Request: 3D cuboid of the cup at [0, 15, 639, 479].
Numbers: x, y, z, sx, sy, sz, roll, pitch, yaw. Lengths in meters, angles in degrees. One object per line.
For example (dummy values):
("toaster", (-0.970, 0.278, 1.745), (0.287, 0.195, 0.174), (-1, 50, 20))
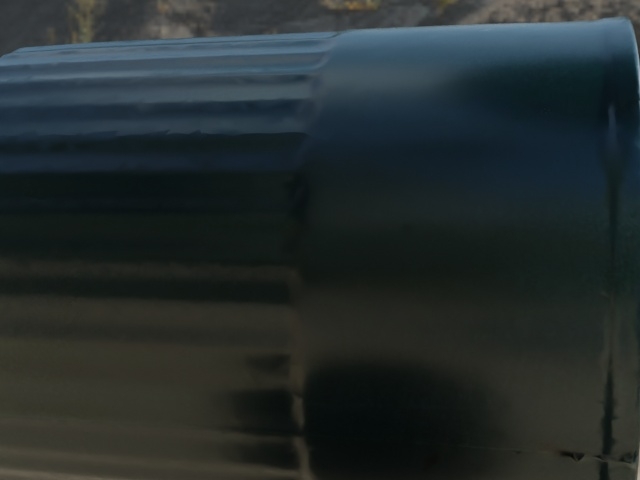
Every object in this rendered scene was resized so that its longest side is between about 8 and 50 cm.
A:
("cup", (-0.003, -0.007, 0.541), (0.292, 0.307, 0.242), (0, -31, 10))
